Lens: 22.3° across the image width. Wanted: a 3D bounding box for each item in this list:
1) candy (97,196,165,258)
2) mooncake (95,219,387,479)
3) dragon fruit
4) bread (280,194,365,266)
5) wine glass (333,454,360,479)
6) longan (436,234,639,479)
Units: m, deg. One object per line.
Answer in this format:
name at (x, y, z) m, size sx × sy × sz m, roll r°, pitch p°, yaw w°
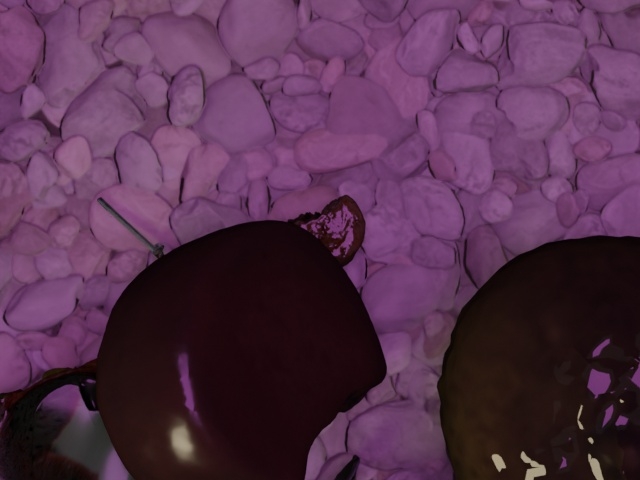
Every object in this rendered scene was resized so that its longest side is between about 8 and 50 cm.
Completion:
candy at (-0.193, 0.012, 1.902) m, size 0.185 × 0.049 × 0.055 m, roll 43°, pitch 52°, yaw 5°
mooncake at (-0.084, 0.138, 1.781) m, size 0.334 × 0.174 × 0.325 m, roll 31°, pitch 54°, yaw -39°
dragon fruit at (-0.254, 0.254, 1.830) m, size 0.268 × 0.130 × 0.295 m, roll 12°, pitch 84°, yaw 0°
bread at (0.000, 0.000, 1.908) m, size 0.113 × 0.060 × 0.082 m, roll -19°, pitch 87°, yaw -6°
wine glass at (0.099, 0.348, 1.869) m, size 0.222 × 0.103 × 0.103 m, roll 35°, pitch 82°, yaw -1°
longan at (0.322, 0.175, 1.771) m, size 0.391 × 0.391 × 0.391 m, roll 1°, pitch 85°, yaw -6°
